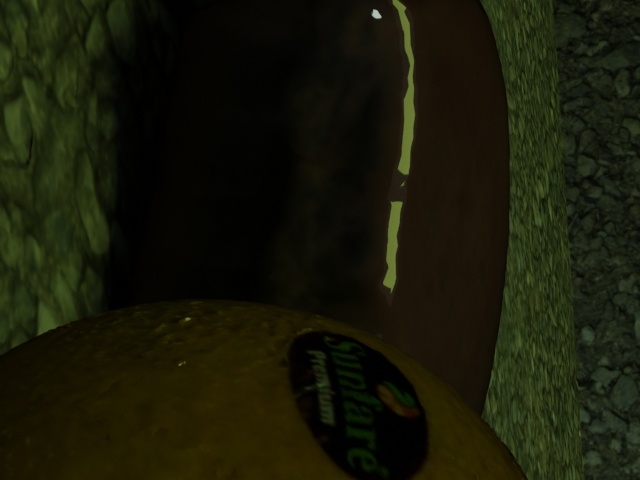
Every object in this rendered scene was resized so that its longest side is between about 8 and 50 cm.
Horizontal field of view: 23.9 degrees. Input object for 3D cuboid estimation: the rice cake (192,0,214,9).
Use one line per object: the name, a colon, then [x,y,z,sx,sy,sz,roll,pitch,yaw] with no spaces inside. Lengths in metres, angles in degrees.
rice cake: [-0.089,-0.205,0.895,0.336,0.063,0.066,51,32,-61]

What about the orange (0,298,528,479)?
orange: [-0.045,0.150,0.544,0.274,0.274,0.274,-8,90,-73]

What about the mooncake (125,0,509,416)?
mooncake: [0.000,0.000,0.887,0.334,0.174,0.326,-36,128,-62]
